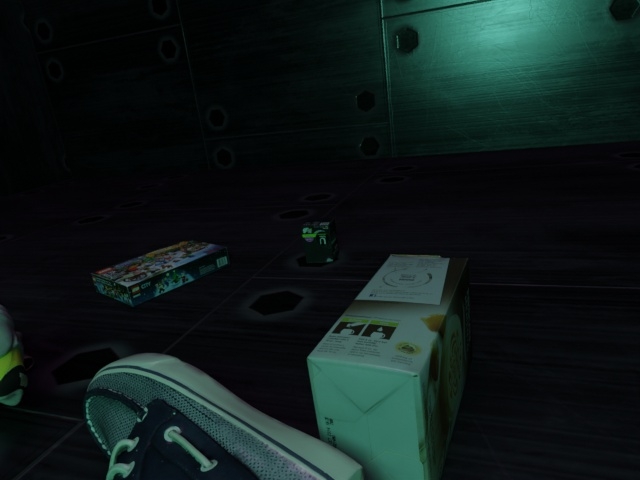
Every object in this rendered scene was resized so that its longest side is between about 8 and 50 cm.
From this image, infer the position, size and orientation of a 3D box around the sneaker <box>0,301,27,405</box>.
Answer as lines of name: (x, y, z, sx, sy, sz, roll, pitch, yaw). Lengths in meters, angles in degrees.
sneaker: (-0.508, 0.200, 0.473, 0.385, 0.145, 0.147, -35, 67, -27)

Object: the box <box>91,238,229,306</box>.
box: (-0.336, 0.060, 0.995, 0.159, 0.044, 0.233, 9, 24, 40)

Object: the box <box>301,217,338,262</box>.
box: (0.000, 0.000, 0.983, 0.062, 0.083, 0.052, -1, 20, 17)

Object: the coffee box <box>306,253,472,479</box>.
coffee box: (0.090, 0.121, 0.486, 0.098, 0.141, 0.246, 1, 20, 26)

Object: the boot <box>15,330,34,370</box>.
boot: (-0.473, 0.177, 0.708, 0.087, 0.041, 0.118, 4, 21, 14)

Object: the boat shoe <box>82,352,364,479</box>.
boat shoe: (-0.130, 0.193, 0.364, 0.341, 0.127, 0.158, 6, 15, 35)
